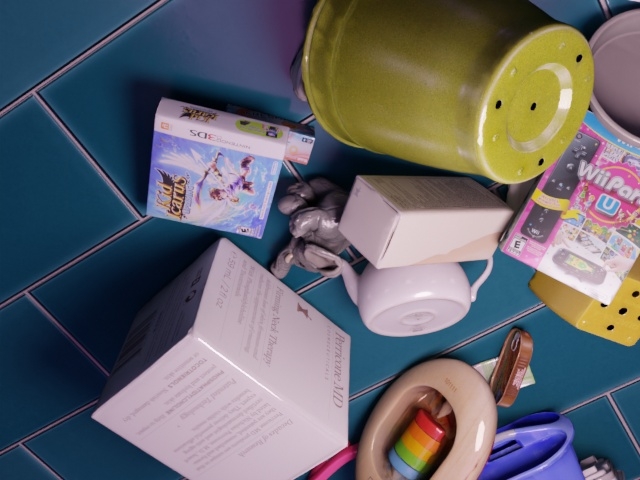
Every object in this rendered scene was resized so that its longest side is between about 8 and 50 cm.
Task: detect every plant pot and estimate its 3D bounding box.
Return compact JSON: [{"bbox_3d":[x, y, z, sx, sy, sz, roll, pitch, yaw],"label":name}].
[{"bbox_3d":[0.219,-0.261,1.127,0.366,0.353,0.366,-19,127,-28],"label":"plant pot"},{"bbox_3d":[0.607,0.098,1.506,0.212,0.187,0.212,20,116,-12],"label":"plant pot"}]

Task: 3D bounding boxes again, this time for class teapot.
[{"bbox_3d":[0.194,0.079,1.497,0.256,0.187,0.252,15,145,-34],"label":"teapot"}]

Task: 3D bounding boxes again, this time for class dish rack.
[{"bbox_3d":[0.598,0.638,1.797,0.333,0.285,0.072,-30,72,15],"label":"dish rack"}]

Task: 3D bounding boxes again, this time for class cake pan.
[{"bbox_3d":[0.609,-0.282,1.276,0.293,0.293,0.054,-1,161,-1],"label":"cake pan"}]

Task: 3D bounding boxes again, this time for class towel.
[{"bbox_3d":[0.436,0.332,1.724,0.152,0.023,0.113,-21,118,10],"label":"towel"}]

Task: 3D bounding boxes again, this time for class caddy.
[{"bbox_3d":[0.465,0.541,1.710,0.341,0.241,0.179,-30,97,14],"label":"caddy"}]

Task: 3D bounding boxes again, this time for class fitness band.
[{"bbox_3d":[0.094,0.626,1.862,0.209,0.054,0.291,35,114,-19],"label":"fitness band"}]

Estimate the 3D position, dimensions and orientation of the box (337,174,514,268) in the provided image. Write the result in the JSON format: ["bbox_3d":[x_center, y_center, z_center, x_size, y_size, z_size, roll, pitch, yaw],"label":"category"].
[{"bbox_3d":[0.205,-0.041,1.366,0.311,0.148,0.121,-2,125,-36],"label":"box"}]

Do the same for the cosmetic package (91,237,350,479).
[{"bbox_3d":[-0.187,0.280,1.493,0.394,0.329,0.327,40,117,-21],"label":"cosmetic package"}]

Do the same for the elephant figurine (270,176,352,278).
[{"bbox_3d":[0.000,0.000,1.476,0.169,0.186,0.239,-25,134,-25],"label":"elephant figurine"}]

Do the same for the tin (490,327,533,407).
[{"bbox_3d":[0.441,0.296,1.644,0.040,0.106,0.189,15,103,-8],"label":"tin"}]

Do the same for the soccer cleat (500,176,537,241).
[{"bbox_3d":[0.413,-0.083,1.478,0.076,0.068,0.196,39,129,17],"label":"soccer cleat"}]

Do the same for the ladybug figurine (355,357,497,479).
[{"bbox_3d":[0.255,0.482,1.669,0.162,0.305,0.449,20,112,-45],"label":"ladybug figurine"}]

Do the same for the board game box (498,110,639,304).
[{"bbox_3d":[0.511,-0.066,1.344,0.224,0.097,0.303,28,99,9],"label":"board game box"}]

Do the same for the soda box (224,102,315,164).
[{"bbox_3d":[-0.105,-0.209,1.393,0.183,0.058,0.063,14,119,-10],"label":"soda box"}]

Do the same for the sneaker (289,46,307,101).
[{"bbox_3d":[0.070,-0.372,1.261,0.122,0.146,0.330,33,112,-16],"label":"sneaker"}]

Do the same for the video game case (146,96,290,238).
[{"bbox_3d":[-0.208,-0.132,1.389,0.244,0.061,0.269,13,136,-7],"label":"video game case"}]
